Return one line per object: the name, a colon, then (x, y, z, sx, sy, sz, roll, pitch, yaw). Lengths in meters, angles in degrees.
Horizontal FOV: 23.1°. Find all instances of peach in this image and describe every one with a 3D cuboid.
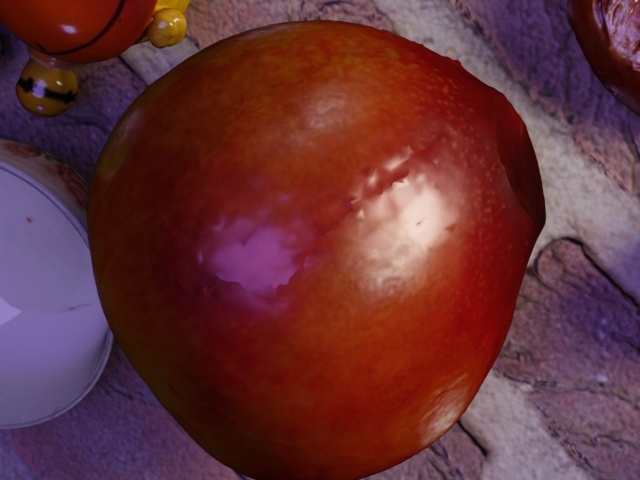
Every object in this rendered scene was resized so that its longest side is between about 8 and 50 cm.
peach: (0.000, 0.000, 1.280, 0.388, 0.388, 0.388, 1, 95, 14)

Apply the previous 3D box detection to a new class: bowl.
bowl: (-0.295, 0.021, 1.441, 0.277, 0.145, 0.277, 7, 117, 13)

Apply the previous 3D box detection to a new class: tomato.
tomato: (0.317, -0.196, 1.315, 0.228, 0.101, 0.228, 1, 93, 16)

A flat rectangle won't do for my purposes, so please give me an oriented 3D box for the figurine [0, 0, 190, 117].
figurine: (-0.239, -0.268, 1.391, 0.323, 0.196, 0.320, 3, 97, 24)
